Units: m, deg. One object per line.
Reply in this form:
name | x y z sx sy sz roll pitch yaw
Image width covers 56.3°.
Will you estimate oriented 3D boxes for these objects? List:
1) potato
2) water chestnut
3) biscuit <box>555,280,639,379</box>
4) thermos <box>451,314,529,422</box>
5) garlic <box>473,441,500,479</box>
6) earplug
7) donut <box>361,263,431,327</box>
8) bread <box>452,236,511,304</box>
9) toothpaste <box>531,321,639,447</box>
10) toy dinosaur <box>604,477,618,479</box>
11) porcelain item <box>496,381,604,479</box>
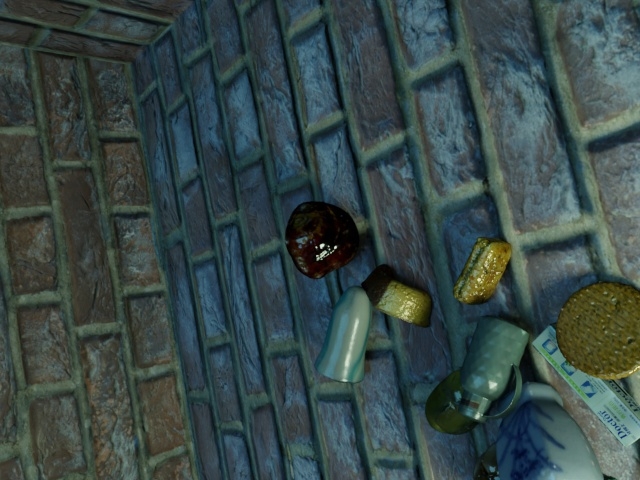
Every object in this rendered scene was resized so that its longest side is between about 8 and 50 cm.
potato | 0.414 0.491 1.805 0.248 0.144 0.169 -52 43 37
water chestnut | 0.000 0.000 2.127 0.289 0.289 0.244 50 136 32
biscuit | 0.710 0.222 1.493 0.254 0.035 0.253 -23 54 34
thermos | 0.478 0.363 1.652 0.182 0.145 0.286 9 73 50
garlic | 0.517 0.676 1.711 0.160 0.191 0.214 -100 25 -43
earplug | 0.104 0.317 2.111 0.185 0.185 0.323 23 102 43
donut | 0.232 0.167 1.975 0.295 0.151 0.112 34 106 40
bread | 0.472 0.089 1.741 0.083 0.114 0.210 49 128 52
toothpaste | 0.700 0.366 1.553 0.336 0.067 0.081 53 126 29
toy dinosaur | 0.678 0.689 1.554 0.259 0.153 0.094 -40 63 50
porcelain item | 0.570 0.569 1.509 0.242 0.179 0.405 -54 23 35
